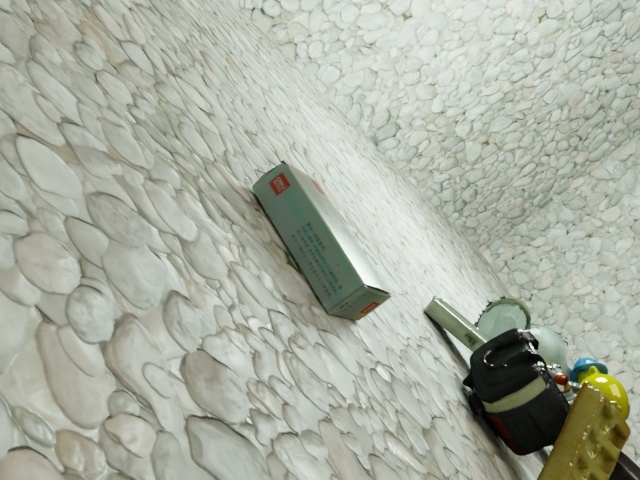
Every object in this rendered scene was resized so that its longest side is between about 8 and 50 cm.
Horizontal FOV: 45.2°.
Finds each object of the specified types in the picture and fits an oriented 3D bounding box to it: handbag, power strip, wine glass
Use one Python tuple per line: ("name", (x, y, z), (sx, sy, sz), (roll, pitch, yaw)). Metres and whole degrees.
("handbag", (0.396, 0.302, 1.579), (0.181, 0.181, 0.254), (57, 12, -9))
("power strip", (0.393, 0.260, 1.791), (0.367, 0.043, 0.106), (41, 10, 19))
("wine glass", (0.612, 0.313, 2.262), (0.357, 0.190, 0.190), (35, 20, -38))

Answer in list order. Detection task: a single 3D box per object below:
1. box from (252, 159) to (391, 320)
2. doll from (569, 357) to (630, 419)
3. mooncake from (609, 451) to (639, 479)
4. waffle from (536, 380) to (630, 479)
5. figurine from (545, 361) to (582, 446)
("box", (0.000, 0.000, 1.263), (0.269, 0.079, 0.135), (58, 14, 23))
("doll", (0.766, 0.437, 2.124), (0.363, 0.145, 0.199), (-44, 123, -77))
("mooncake", (0.772, 0.635, 2.024), (0.283, 0.141, 0.283), (42, 8, -7))
("waffle", (0.494, 0.419, 1.453), (0.057, 0.274, 0.168), (9, -32, 48))
("figurine", (0.574, 0.418, 1.882), (0.342, 0.167, 0.285), (29, 21, -54))
